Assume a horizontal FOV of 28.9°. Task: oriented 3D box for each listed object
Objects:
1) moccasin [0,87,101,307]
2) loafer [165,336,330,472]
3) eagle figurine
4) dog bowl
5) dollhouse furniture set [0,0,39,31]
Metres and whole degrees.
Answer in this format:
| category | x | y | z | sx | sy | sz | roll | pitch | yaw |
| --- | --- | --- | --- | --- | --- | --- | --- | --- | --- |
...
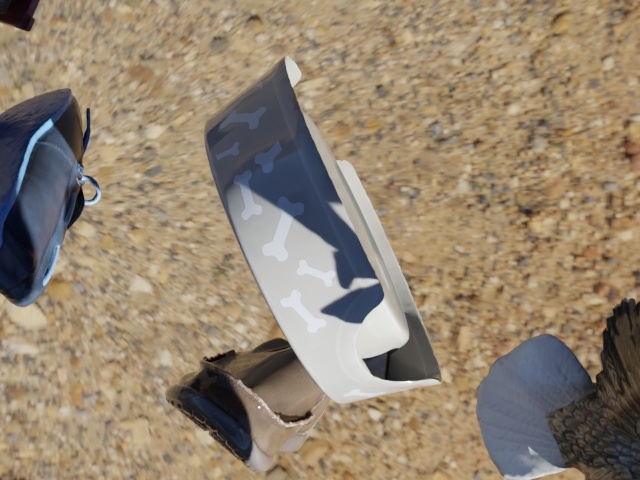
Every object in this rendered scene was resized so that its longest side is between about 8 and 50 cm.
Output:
| category | x | y | z | sx | sy | sz | roll | pitch | yaw |
| --- | --- | --- | --- | --- | --- | --- | --- | --- | --- |
| moccasin | -0.311 | -0.046 | 1.292 | 0.138 | 0.342 | 0.116 | -18 | 119 | 15 |
| loafer | -0.062 | 0.155 | 1.352 | 0.134 | 0.366 | 0.130 | 38 | 92 | 9 |
| eagle figurine | 0.232 | 0.140 | 0.754 | 0.225 | 0.298 | 0.226 | -33 | 88 | 5 |
| dog bowl | 0.000 | 0.000 | 1.201 | 0.102 | 0.349 | 0.348 | -25 | 98 | 7 |
| dollhouse furniture set | -0.462 | -0.221 | 1.387 | 0.201 | 0.152 | 0.374 | 28 | 80 | -52 |
